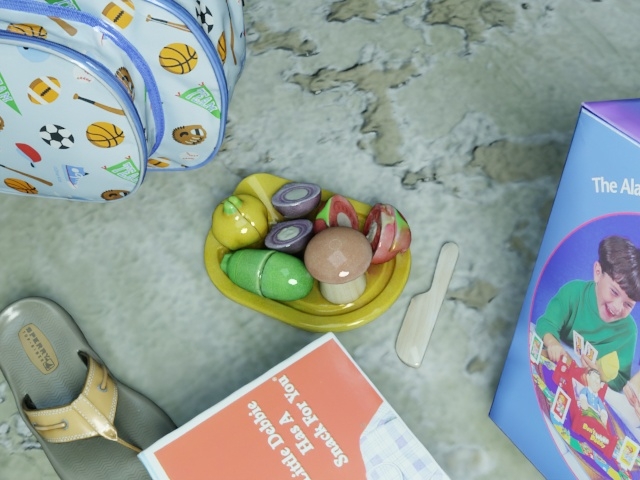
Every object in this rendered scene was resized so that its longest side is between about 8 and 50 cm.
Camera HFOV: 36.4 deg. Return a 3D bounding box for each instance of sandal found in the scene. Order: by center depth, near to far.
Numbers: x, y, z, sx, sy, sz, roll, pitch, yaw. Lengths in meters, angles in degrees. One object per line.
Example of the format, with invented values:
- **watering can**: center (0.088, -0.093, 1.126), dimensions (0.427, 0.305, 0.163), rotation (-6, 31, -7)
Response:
- **sandal**: center (-0.181, 0.114, 0.725), dimensions (0.090, 0.060, 0.219), rotation (-35, 62, -14)

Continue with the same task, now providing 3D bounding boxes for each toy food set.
- **toy food set**: center (0.000, 0.000, 0.767), dimensions (0.218, 0.071, 0.128), rotation (19, 60, 23)

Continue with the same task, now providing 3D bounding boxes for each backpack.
- **backpack**: center (-0.198, -0.160, 0.818), dimensions (0.263, 0.276, 0.213), rotation (0, 59, 4)

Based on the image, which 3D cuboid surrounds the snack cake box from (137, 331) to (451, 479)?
- **snack cake box**: center (0.022, 0.204, 0.596), dimensions (0.152, 0.089, 0.264), rotation (-32, 57, -13)

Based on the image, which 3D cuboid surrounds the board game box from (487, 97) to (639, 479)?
- **board game box**: center (0.241, 0.103, 0.494), dimensions (0.078, 0.233, 0.347), rotation (-8, 35, -27)
